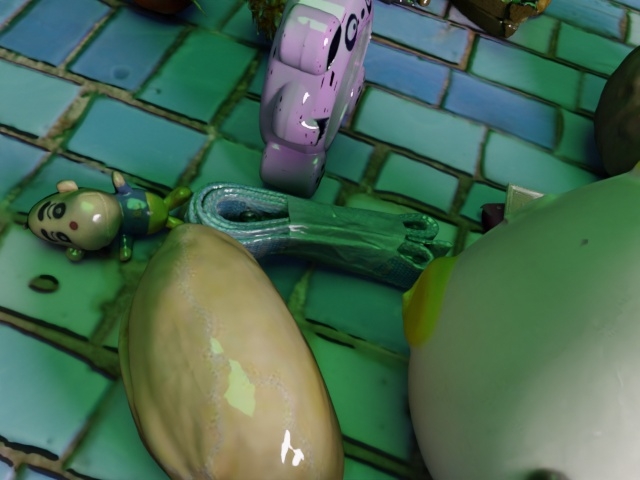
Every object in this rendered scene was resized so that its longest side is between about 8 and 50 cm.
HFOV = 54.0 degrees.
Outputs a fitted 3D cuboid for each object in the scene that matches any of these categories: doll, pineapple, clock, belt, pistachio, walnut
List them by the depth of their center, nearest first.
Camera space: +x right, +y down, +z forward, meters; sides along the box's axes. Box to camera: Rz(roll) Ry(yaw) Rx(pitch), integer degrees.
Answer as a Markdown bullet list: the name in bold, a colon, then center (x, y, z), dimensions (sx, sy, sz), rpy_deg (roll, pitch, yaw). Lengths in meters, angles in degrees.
- **pistachio**: center (-0.082, 0.124, 0.568), dimensions (0.182, 0.162, 0.293), rpy_deg (-10, 55, -36)
- **doll**: center (-0.230, -0.026, 0.685), dimensions (0.179, 0.101, 0.089), rpy_deg (-6, 16, -11)
- **belt**: center (0.000, 0.000, 0.702), dimensions (0.303, 0.072, 0.087), rpy_deg (8, 49, -15)
- **clock**: center (-0.002, -0.199, 0.742), dimensions (0.090, 0.247, 0.227), rpy_deg (20, 56, 4)
- **walnut**: center (0.504, -0.167, 0.840), dimensions (0.249, 0.248, 0.248), rpy_deg (5, 56, -8)
- **pineapple**: center (-0.020, -0.312, 0.893), dimensions (0.162, 0.136, 0.176), rpy_deg (-11, 20, -6)

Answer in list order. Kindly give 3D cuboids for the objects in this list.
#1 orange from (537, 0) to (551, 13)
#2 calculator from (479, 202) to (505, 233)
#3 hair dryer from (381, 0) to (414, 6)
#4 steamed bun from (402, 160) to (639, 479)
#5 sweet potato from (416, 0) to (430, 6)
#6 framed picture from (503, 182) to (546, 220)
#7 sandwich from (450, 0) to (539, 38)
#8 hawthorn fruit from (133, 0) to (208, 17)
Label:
- **orange**: center (0.360, -0.432, 1.083), dimensions (0.086, 0.062, 0.086), rpy_deg (7, 54, -10)
- **calculator**: center (0.279, 0.033, 0.779), dimensions (0.127, 0.034, 0.190), rpy_deg (1, 58, -13)
- **hair dryer**: center (0.041, -0.450, 1.038), dimensions (0.256, 0.070, 0.128), rpy_deg (23, 55, -5)
- **steamed bun**: center (0.255, 0.113, 0.525), dimensions (0.374, 0.334, 0.333), rpy_deg (-30, 58, 21)
- **sweet potato**: center (0.140, -0.502, 1.081), dimensions (0.075, 0.075, 0.269), rpy_deg (-7, 71, -16)
- **framed picture**: center (0.293, 0.049, 0.749), dimensions (0.173, 0.010, 0.231), rpy_deg (16, 61, -4)
- **sandwich**: center (0.283, -0.466, 1.032), dimensions (0.292, 0.109, 0.212), rpy_deg (39, 78, 22)
- **hawthorn fruit**: center (-0.221, -0.386, 0.905), dimensions (0.140, 0.125, 0.125), rpy_deg (32, 49, -31)
